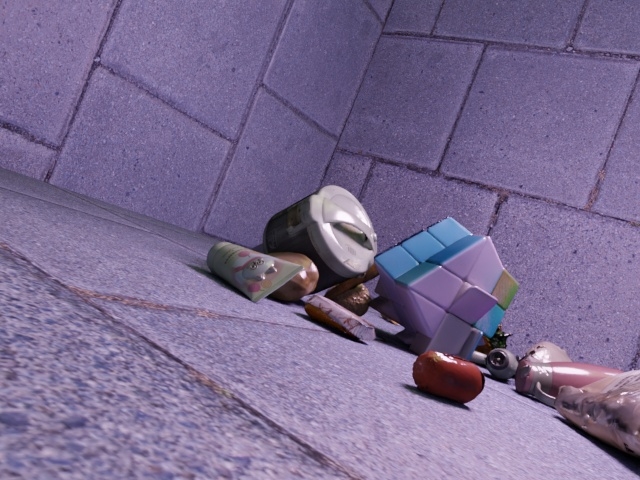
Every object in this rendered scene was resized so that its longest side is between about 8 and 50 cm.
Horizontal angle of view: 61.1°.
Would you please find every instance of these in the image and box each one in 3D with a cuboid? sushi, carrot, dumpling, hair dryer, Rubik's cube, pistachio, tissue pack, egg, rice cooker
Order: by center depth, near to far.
[{"bbox_3d":[0.730,0.364,1.107,0.376,0.195,0.390,6,-5,2],"label":"tissue pack"},{"bbox_3d":[-0.104,0.091,1.430,0.206,0.131,0.129,11,-14,26],"label":"pistachio"},{"bbox_3d":[0.354,0.147,1.532,0.368,0.387,0.358,65,-11,-13],"label":"Rubik's cube"},{"bbox_3d":[0.002,-0.002,1.563,0.277,0.288,0.288,-28,-35,36],"label":"rice cooker"},{"bbox_3d":[0.085,0.130,1.608,0.049,0.254,0.049,59,-7,11],"label":"carrot"},{"bbox_3d":[0.703,0.418,1.655,0.293,0.163,0.204,27,29,-58],"label":"dumpling"},{"bbox_3d":[0.089,0.178,1.669,0.140,0.116,0.118,27,37,32],"label":"egg"},{"bbox_3d":[0.496,0.370,1.674,0.267,0.092,0.229,6,-20,47],"label":"hair dryer"},{"bbox_3d":[0.572,0.348,1.833,0.287,0.140,0.149,7,30,-48],"label":"sushi"}]

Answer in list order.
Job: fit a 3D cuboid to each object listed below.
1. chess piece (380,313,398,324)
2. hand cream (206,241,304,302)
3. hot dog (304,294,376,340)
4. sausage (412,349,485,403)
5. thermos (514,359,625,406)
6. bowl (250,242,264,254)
[{"bbox_3d":[0.287,0.302,2.197,0.066,0.066,0.122,22,-6,-18],"label":"chess piece"},{"bbox_3d":[-0.179,0.074,1.329,0.306,0.147,0.093,17,-46,50],"label":"hand cream"},{"bbox_3d":[0.043,0.182,1.269,0.191,0.059,0.108,24,3,40],"label":"hot dog"},{"bbox_3d":[0.220,0.234,0.929,0.141,0.076,0.076,23,-2,-22],"label":"sausage"},{"bbox_3d":[0.658,0.393,1.437,0.265,0.145,0.176,11,16,2],"label":"thermos"},{"bbox_3d":[-0.144,0.089,1.703,0.189,0.189,0.086,23,40,-40],"label":"bowl"}]
